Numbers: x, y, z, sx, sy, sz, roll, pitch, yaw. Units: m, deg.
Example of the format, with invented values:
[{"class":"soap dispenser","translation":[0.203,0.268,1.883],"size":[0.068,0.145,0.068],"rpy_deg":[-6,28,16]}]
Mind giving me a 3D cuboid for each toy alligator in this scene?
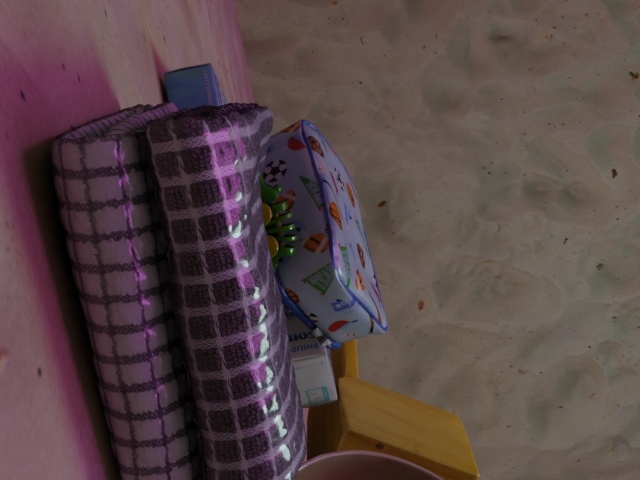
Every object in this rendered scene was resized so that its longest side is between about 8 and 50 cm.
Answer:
[{"class":"toy alligator","translation":[-0.062,-0.042,0.950],"size":[0.056,0.051,0.189],"rpy_deg":[-105,-176,-83]}]

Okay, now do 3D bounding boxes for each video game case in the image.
[{"class":"video game case","translation":[-0.121,-0.047,0.978],"size":[0.244,0.061,0.269],"rpy_deg":[87,-8,-82]}]

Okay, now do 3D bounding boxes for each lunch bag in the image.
[{"class":"lunch bag","translation":[0.000,0.000,1.119],"size":[0.243,0.115,0.303],"rpy_deg":[52,24,-52]}]

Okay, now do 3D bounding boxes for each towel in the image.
[{"class":"towel","translation":[-0.079,0.020,0.556],"size":[0.283,0.121,0.234],"rpy_deg":[-101,-179,-77]}]

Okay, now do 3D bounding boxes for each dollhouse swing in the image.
[{"class":"dollhouse swing","translation":[0.117,0.374,1.473],"size":[0.305,0.315,0.346],"rpy_deg":[-66,174,-53]}]

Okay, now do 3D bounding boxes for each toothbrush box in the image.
[{"class":"toothbrush box","translation":[-0.061,0.104,1.297],"size":[0.216,0.126,0.295],"rpy_deg":[79,1,-58]}]

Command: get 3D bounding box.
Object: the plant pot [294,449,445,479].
[{"class":"plant pot","translation":[0.034,0.348,0.660],"size":[0.191,0.284,0.284],"rpy_deg":[-58,-156,29]}]
